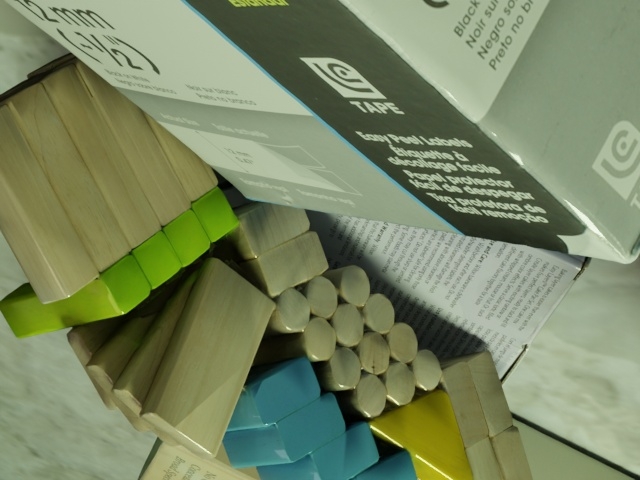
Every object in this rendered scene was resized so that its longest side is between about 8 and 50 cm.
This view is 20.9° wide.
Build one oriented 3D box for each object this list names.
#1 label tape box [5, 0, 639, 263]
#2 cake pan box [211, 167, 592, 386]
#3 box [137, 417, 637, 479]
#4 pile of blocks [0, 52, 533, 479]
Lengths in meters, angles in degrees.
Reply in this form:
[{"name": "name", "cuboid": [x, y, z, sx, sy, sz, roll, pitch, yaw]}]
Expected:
[{"name": "label tape box", "cuboid": [-0.050, -0.136, 0.614, 0.348, 0.115, 0.249, 37, 166, -34]}, {"name": "cake pan box", "cuboid": [0.000, 0.000, 0.931, 0.246, 0.070, 0.267, 26, 150, 2]}, {"name": "box", "cuboid": [0.048, 0.168, 1.105, 0.311, 0.121, 0.148, 26, 149, -2]}, {"name": "pile of blocks", "cuboid": [-0.051, 0.054, 0.838, 0.113, 0.149, 0.362, -15, 132, 47]}]
